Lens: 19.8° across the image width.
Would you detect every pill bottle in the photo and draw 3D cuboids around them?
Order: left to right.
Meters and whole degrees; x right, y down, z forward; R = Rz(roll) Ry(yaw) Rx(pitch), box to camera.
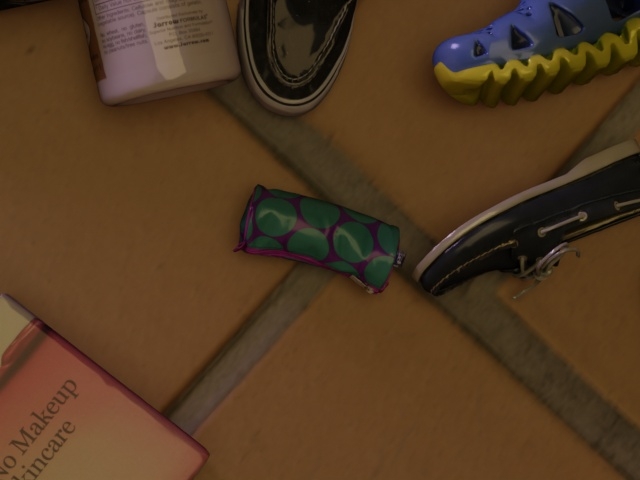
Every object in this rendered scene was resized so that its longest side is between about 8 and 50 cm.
[{"bbox_3d":[-0.157,-0.243,1.639,0.131,0.131,0.229,-12,92,-9],"label":"pill bottle"}]

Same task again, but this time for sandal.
[{"bbox_3d":[0.243,-0.218,1.717,0.317,0.126,0.138,-20,86,-17],"label":"sandal"}]

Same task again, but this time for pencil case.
[{"bbox_3d":[0.000,0.000,1.689,0.151,0.064,0.070,17,68,-7],"label":"pencil case"}]

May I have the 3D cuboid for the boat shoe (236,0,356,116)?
[{"bbox_3d":[0.000,-0.268,1.682,0.113,0.105,0.306,18,84,-7],"label":"boat shoe"}]

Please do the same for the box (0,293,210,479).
[{"bbox_3d":[-0.234,0.173,1.613,0.232,0.127,0.149,38,83,-5],"label":"box"}]

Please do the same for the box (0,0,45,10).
[{"bbox_3d":[-0.326,-0.274,1.620,0.180,0.077,0.147,-10,88,13],"label":"box"}]

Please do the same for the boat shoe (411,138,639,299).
[{"bbox_3d":[0.206,-0.006,1.709,0.254,0.095,0.079,-27,80,-18],"label":"boat shoe"}]
